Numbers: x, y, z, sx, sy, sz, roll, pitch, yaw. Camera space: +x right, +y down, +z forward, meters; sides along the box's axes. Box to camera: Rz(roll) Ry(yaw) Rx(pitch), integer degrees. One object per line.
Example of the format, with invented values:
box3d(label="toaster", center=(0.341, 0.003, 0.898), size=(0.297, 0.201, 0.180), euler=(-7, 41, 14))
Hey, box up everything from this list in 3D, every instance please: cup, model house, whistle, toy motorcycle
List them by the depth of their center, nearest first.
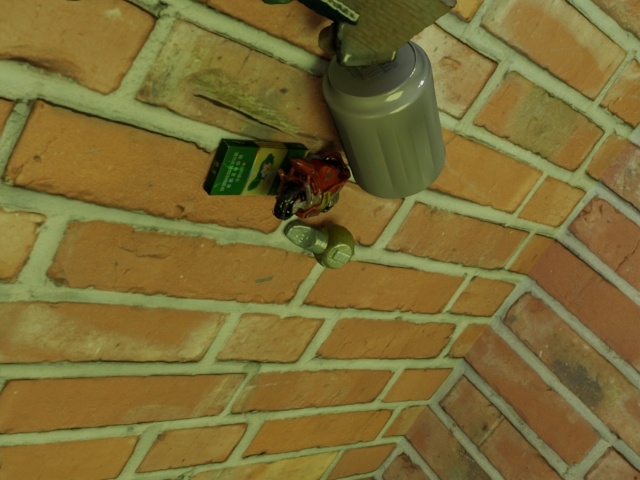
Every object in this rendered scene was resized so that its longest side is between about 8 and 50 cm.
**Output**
box3d(label="model house", center=(0.058, -0.490, 1.483), size=(0.298, 0.243, 0.284), euler=(26, 136, -27))
box3d(label="cup", center=(0.165, -0.313, 1.768), size=(0.323, 0.236, 0.327), euler=(-64, 152, -26))
box3d(label="toy motorcycle", center=(-0.017, -0.129, 1.826), size=(0.171, 0.089, 0.298), euler=(-62, 160, 19))
box3d(label="whistle", center=(0.000, 0.000, 2.039), size=(0.223, 0.123, 0.123), euler=(22, 111, -30))

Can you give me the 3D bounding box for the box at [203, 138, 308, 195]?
box3d(label="box", center=(-0.143, -0.162, 1.763), size=(0.235, 0.034, 0.132), euler=(-3, 128, -44))
